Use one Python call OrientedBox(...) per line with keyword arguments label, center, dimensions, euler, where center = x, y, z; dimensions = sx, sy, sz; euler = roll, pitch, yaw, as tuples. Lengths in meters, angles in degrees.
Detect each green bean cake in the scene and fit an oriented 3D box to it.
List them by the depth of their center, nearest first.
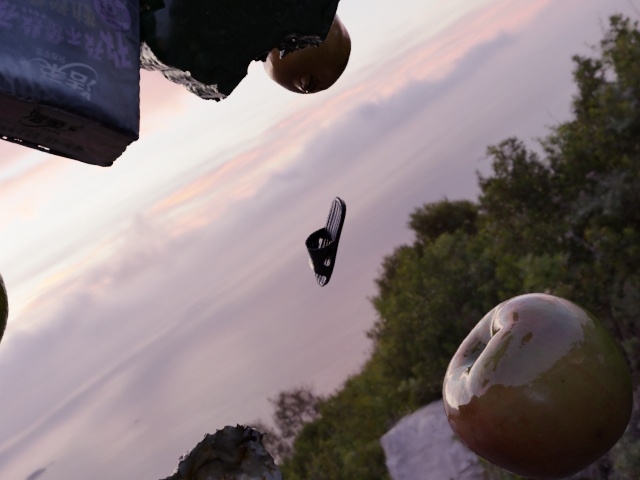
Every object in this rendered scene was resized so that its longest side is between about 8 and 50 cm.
OrientedBox(label="green bean cake", center=(-0.139, -0.378, 1.264), dimensions=(0.169, 0.300, 0.307), euler=(10, 81, 53))

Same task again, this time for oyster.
OrientedBox(label="oyster", center=(-0.199, 0.449, 1.362), dimensions=(0.337, 0.197, 0.133), euler=(-2, -45, -54))

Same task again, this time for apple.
OrientedBox(label="apple", center=(0.371, 0.252, 1.308), dimensions=(0.319, 0.277, 0.319), euler=(-52, 2, 3))

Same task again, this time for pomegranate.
OrientedBox(label="pomegranate", center=(-0.036, -0.426, 1.688), dimensions=(0.209, 0.209, 0.209), euler=(-36, 2, 1))

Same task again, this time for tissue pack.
OrientedBox(label="tissue pack", center=(-0.382, -0.298, 1.069), dimensions=(0.260, 0.361, 0.122), euler=(13, -33, -35))

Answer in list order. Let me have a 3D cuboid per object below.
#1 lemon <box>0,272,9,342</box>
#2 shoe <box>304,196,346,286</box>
OrientedBox(label="lemon", center=(-0.538, 0.100, 1.090), dimensions=(0.184, 0.248, 0.184), euler=(-11, 17, 3))
OrientedBox(label="shoe", center=(0.000, 0.000, 1.279), dimensions=(0.062, 0.053, 0.159), euler=(49, 128, 53))
